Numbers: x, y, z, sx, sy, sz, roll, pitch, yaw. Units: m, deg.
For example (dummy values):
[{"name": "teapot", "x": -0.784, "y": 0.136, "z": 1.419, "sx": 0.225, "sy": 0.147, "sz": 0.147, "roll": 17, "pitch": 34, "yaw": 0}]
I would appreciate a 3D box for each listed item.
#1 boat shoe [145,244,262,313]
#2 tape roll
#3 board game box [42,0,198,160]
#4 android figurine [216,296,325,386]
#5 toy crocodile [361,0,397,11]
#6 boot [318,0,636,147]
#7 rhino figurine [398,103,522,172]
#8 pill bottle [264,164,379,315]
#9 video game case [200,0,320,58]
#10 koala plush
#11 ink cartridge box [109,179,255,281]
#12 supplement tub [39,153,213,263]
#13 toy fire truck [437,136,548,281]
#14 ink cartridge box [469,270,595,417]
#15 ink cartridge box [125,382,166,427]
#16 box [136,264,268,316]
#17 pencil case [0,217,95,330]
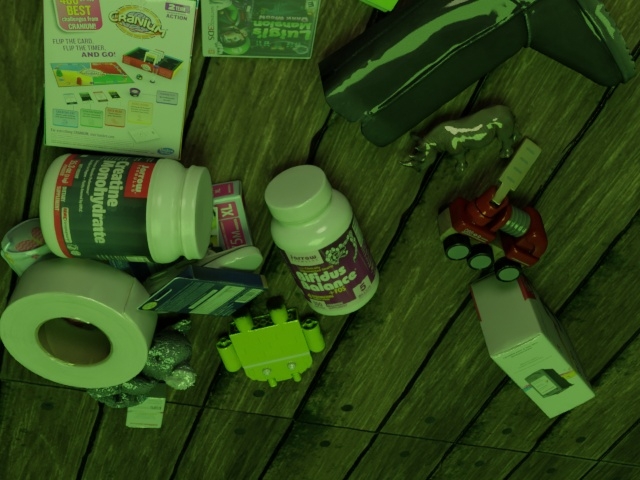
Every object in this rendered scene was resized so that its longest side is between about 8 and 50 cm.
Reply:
[{"name": "boat shoe", "x": -0.239, "y": 0.058, "z": 1.534, "sx": 0.268, "sy": 0.088, "sz": 0.096, "roll": -28, "pitch": 154, "yaw": 23}, {"name": "tape roll", "x": -0.466, "y": 0.164, "z": 1.494, "sx": 0.286, "sy": 0.100, "sz": 0.286, "roll": 2, "pitch": 132, "yaw": 2}, {"name": "board game box", "x": -0.342, "y": -0.294, "z": 1.303, "sx": 0.242, "sy": 0.064, "sz": 0.316, "roll": 6, "pitch": 130, "yaw": -13}, {"name": "android figurine", "x": -0.115, "y": 0.250, "z": 1.818, "sx": 0.248, "sy": 0.056, "sz": 0.272, "roll": -12, "pitch": 130, "yaw": 2}, {"name": "toy crocodile", "x": 0.156, "y": -0.506, "z": 1.176, "sx": 0.115, "sy": 0.105, "sz": 0.340, "roll": 14, "pitch": 132, "yaw": -20}, {"name": "boot", "x": 0.271, "y": -0.294, "z": 1.336, "sx": 0.445, "sy": 0.146, "sz": 0.367, "roll": -35, "pitch": 123, "yaw": 19}, {"name": "rhino figurine", "x": 0.265, "y": -0.192, "z": 1.475, "sx": 0.243, "sy": 0.073, "sz": 0.106, "roll": -18, "pitch": 135, "yaw": 9}, {"name": "pill bottle", "x": 0.000, "y": 0.000, "z": 1.540, "sx": 0.169, "sy": 0.169, "sz": 0.301, "roll": -19, "pitch": 131, "yaw": 9}, {"name": "video game case", "x": -0.101, "y": -0.361, "z": 1.263, "sx": 0.191, "sy": 0.022, "sz": 0.173, "roll": -1, "pitch": 156, "yaw": -8}, {"name": "koala plush", "x": -0.382, "y": 0.266, "z": 1.718, "sx": 0.221, "sy": 0.196, "sz": 0.203, "roll": -20, "pitch": 142, "yaw": 9}, {"name": "ink cartridge box", "x": -0.298, "y": -0.011, "z": 1.561, "sx": 0.311, "sy": 0.065, "sz": 0.185, "roll": -8, "pitch": 131, "yaw": 1}, {"name": "supplement tub", "x": -0.344, "y": -0.057, "z": 1.385, "sx": 0.272, "sy": 0.191, "sz": 0.191, "roll": 3, "pitch": 131, "yaw": 3}, {"name": "toy fire truck", "x": 0.388, "y": -0.063, "z": 1.574, "sx": 0.217, "sy": 0.158, "sz": 0.246, "roll": 23, "pitch": 135, "yaw": -24}, {"name": "ink cartridge box", "x": 0.488, "y": 0.233, "z": 1.775, "sx": 0.131, "sy": 0.226, "sz": 0.306, "roll": -32, "pitch": 129, "yaw": 20}, {"name": "ink cartridge box", "x": -0.435, "y": 0.410, "z": 1.912, "sx": 0.089, "sy": 0.052, "sz": 0.122, "roll": 7, "pitch": 128, "yaw": -13}, {"name": "box", "x": -0.227, "y": 0.098, "z": 1.472, "sx": 0.136, "sy": 0.036, "sz": 0.225, "roll": -35, "pitch": 152, "yaw": 33}, {"name": "pencil case", "x": -0.548, "y": 0.083, "z": 1.570, "sx": 0.124, "sy": 0.113, "sz": 0.273, "roll": -14, "pitch": 131, "yaw": -6}]
